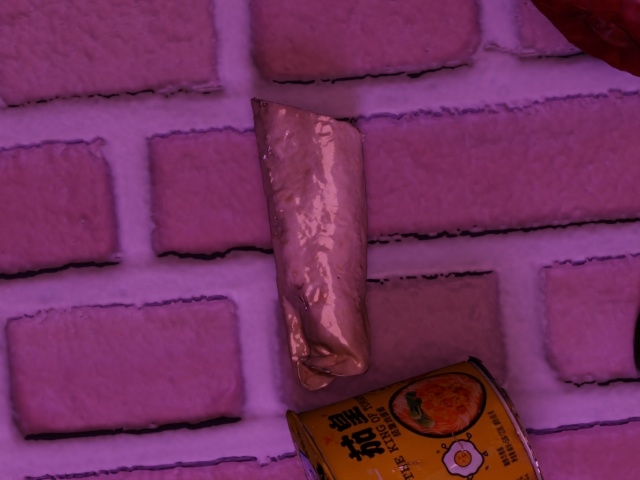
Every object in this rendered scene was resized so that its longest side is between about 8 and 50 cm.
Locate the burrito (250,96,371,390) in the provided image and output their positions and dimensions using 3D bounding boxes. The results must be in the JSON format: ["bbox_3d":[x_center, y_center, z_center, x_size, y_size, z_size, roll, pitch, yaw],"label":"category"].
[{"bbox_3d":[0.000,0.000,1.466,0.087,0.060,0.226,-5,88,6],"label":"burrito"}]

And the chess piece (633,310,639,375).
[{"bbox_3d":[0.294,0.079,1.459,0.103,0.067,0.067,8,89,-7],"label":"chess piece"}]

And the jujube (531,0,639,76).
[{"bbox_3d":[0.248,-0.244,1.396,0.213,0.213,0.232,29,84,2],"label":"jujube"}]

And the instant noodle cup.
[{"bbox_3d":[0.076,0.177,1.412,0.144,0.182,0.182,-24,88,-9],"label":"instant noodle cup"}]
